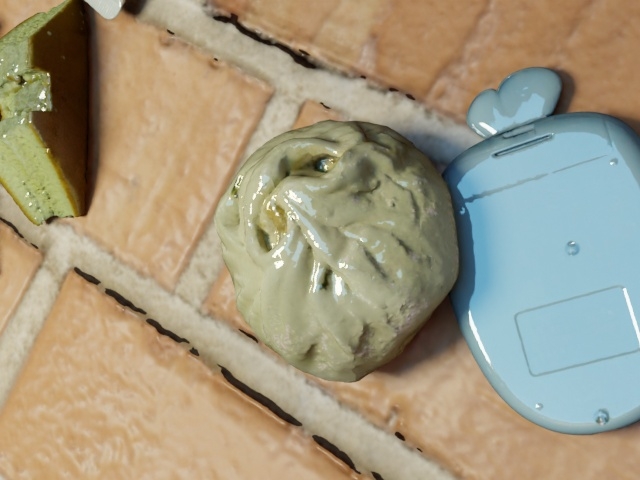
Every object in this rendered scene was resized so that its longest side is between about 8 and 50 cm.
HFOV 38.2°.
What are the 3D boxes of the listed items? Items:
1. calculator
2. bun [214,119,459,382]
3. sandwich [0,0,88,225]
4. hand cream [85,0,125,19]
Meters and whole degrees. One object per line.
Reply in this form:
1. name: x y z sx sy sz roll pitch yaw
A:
1. calculator: 0.187 0.003 0.740 0.188 0.042 0.302 -19 76 21
2. bun: 0.000 0.000 0.762 0.231 0.133 0.231 -4 83 36
3. sandwich: -0.296 -0.142 0.947 0.090 0.088 0.244 -9 80 26
4. hand cream: -0.178 -0.417 0.933 0.185 0.118 0.358 40 107 22
